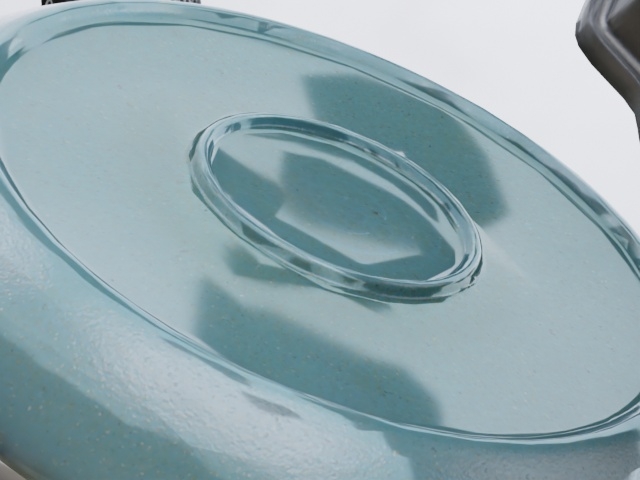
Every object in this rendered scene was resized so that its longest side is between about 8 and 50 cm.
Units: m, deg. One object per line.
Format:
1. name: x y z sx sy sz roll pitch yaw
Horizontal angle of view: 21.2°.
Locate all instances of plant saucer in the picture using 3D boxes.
1. plant saucer: 0.000 0.000 0.569 0.317 0.043 0.317 18 28 -10

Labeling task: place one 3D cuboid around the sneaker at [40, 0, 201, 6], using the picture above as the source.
1. sneaker: -0.128 -0.131 1.084 0.097 0.234 0.084 -14 -25 18

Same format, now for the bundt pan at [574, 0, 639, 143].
1. bundt pan: 0.240 -0.077 0.475 0.331 0.331 0.124 34 -40 -4
